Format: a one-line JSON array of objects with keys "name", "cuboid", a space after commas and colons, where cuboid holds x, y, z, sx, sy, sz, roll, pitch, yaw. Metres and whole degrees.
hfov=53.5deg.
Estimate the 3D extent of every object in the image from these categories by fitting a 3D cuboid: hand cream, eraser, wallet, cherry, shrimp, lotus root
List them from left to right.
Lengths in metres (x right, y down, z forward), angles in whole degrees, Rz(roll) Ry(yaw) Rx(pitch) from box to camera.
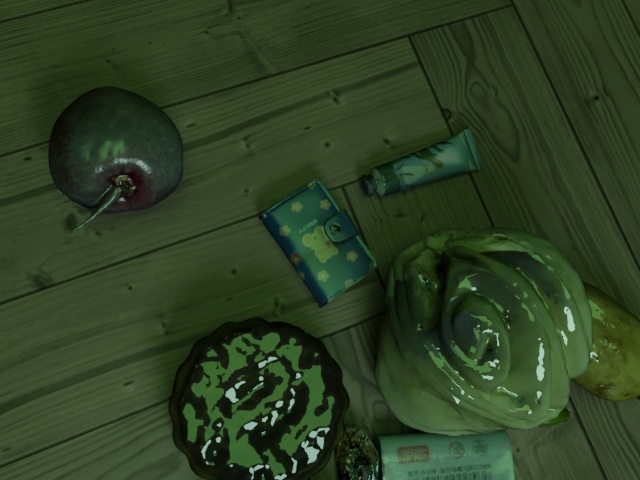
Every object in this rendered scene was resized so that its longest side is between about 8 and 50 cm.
[{"name": "cherry", "cuboid": [-0.336, -0.144, 1.053, 0.213, 0.183, 0.266, -2, 64, -24]}, {"name": "wallet", "cuboid": [0.000, -0.001, 1.138, 0.141, 0.059, 0.202, -33, 84, -16]}, {"name": "shrimp", "cuboid": [0.060, 0.390, 1.053, 0.034, 0.091, 0.161, 2, 84, -45]}, {"name": "hand cream", "cuboid": [0.193, -0.142, 1.209, 0.256, 0.055, 0.088, -19, 85, -19]}, {"name": "eraser", "cuboid": [0.206, 0.411, 1.068, 0.227, 0.081, 0.174, 0, 81, -10]}, {"name": "lotus root", "cuboid": [0.492, 0.183, 1.131, 0.284, 0.146, 0.160, 40, 95, -2]}]

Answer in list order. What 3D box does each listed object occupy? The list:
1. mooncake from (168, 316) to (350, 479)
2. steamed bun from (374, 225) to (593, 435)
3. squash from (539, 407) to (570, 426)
[{"name": "mooncake", "cuboid": [-0.096, 0.263, 1.012, 0.290, 0.161, 0.290, 1, 79, -8]}, {"name": "steamed bun", "cuboid": [0.243, 0.129, 1.013, 0.352, 0.247, 0.339, -12, 67, 21]}, {"name": "squash", "cuboid": [0.347, 0.294, 1.126, 0.201, 0.066, 0.066, 11, 76, -11]}]
